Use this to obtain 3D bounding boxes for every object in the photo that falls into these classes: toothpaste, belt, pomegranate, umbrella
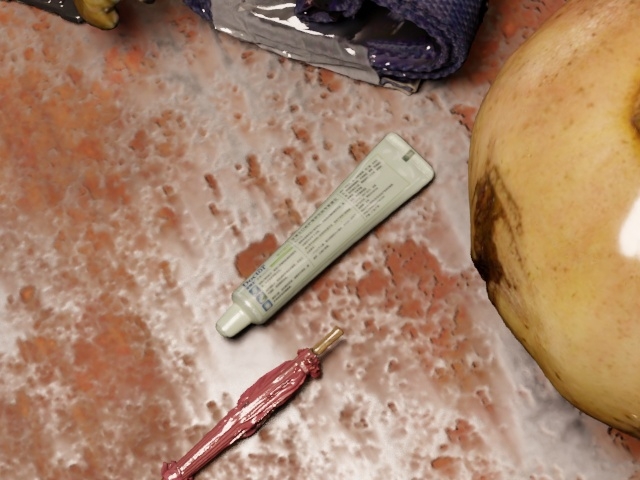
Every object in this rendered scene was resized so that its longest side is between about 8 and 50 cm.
[{"bbox_3d":[0.000,0.000,1.103,0.048,0.029,0.197,43,75,13],"label":"toothpaste"},{"bbox_3d":[0.013,-0.206,1.124,0.230,0.139,0.126,16,66,10],"label":"belt"},{"bbox_3d":[0.244,-0.021,0.970,0.322,0.322,0.322,-1,70,3],"label":"pomegranate"},{"bbox_3d":[-0.047,0.117,1.065,0.165,0.025,0.027,-40,92,-8],"label":"umbrella"}]

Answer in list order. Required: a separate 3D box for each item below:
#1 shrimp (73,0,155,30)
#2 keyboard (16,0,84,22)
[{"bbox_3d":[-0.210,-0.336,1.188,0.221,0.110,0.445,-21,60,-5],"label":"shrimp"},{"bbox_3d":[-0.171,-0.293,1.223,0.106,0.016,0.262,19,73,10],"label":"keyboard"}]
